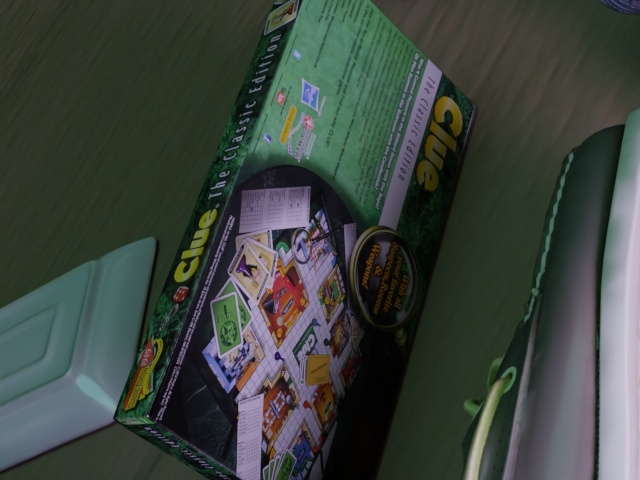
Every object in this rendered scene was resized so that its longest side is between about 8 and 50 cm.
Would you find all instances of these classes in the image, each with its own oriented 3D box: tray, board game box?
[{"bbox_3d":[-0.223,0.094,0.877,0.270,0.030,0.145,-26,42,31],"label":"tray"},{"bbox_3d":[0.000,0.000,0.623,0.030,0.136,0.260,-15,46,44],"label":"board game box"}]

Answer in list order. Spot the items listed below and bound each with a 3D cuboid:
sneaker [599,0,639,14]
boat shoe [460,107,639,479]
[{"bbox_3d":[0.202,-0.224,0.637,0.283,0.110,0.122,-55,10,-27],"label":"sneaker"},{"bbox_3d":[0.092,0.084,0.464,0.091,0.109,0.305,-14,52,34],"label":"boat shoe"}]
